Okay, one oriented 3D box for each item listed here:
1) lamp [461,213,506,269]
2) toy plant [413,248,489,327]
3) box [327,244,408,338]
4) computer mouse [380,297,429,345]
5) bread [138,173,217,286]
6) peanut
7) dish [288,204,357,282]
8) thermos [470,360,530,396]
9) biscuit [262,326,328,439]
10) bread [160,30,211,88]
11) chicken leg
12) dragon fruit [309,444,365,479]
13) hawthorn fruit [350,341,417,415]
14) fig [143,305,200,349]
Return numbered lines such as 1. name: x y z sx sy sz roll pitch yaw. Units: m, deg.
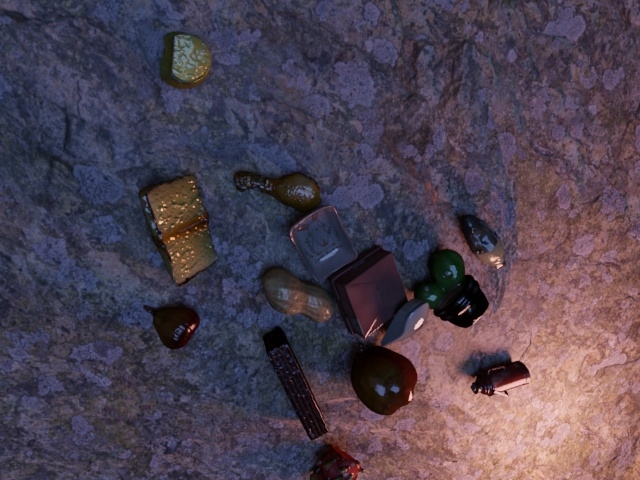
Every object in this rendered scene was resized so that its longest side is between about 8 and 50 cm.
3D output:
1. lamp: 0.547 0.004 1.435 0.101 0.101 0.250 -41 111 -3
2. toy plant: 0.432 0.165 1.415 0.235 0.175 0.218 40 97 1
3. box: 0.156 0.158 1.326 0.215 0.086 0.215 -32 115 -24
4. computer mouse: 0.278 0.276 1.379 0.127 0.079 0.231 -24 148 -31
5. bread: -0.381 -0.021 1.108 0.141 0.178 0.266 -9 109 17
6. peanut: -0.065 0.172 1.265 0.256 0.123 0.124 31 94 -25
7. dish: 0.000 0.000 1.245 0.151 0.077 0.213 -33 124 -6
8. thermos: 0.678 0.532 1.637 0.231 0.099 0.124 -9 113 -17
9. biscuit: -0.078 0.453 1.349 0.073 0.107 0.389 -24 112 -8
10. bread: -0.314 -0.422 1.004 0.111 0.114 0.129 -3 110 -25
11. chicken leg: -0.113 -0.143 1.174 0.251 0.087 0.108 9 92 -15
12. dragon fruit: 0.048 0.792 1.485 0.207 0.150 0.133 -32 117 21
13. hawthorn fruit: 0.191 0.436 1.403 0.208 0.208 0.248 -43 98 -3
14. fig: -0.411 0.235 1.189 0.119 0.152 0.119 -40 139 -47
